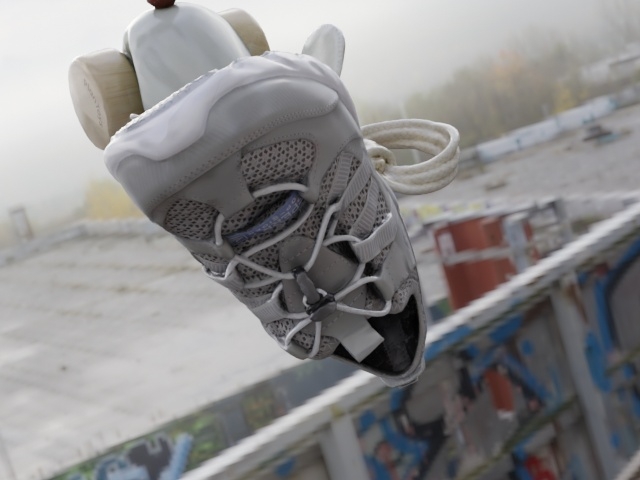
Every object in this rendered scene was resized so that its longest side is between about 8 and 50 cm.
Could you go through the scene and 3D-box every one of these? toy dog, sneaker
[{"bbox_3d":[-0.067,-0.120,1.050,0.334,0.161,0.220,21,45,32],"label":"toy dog"},{"bbox_3d":[0.000,0.000,0.665,0.105,0.115,0.281,-32,-24,13],"label":"sneaker"}]
